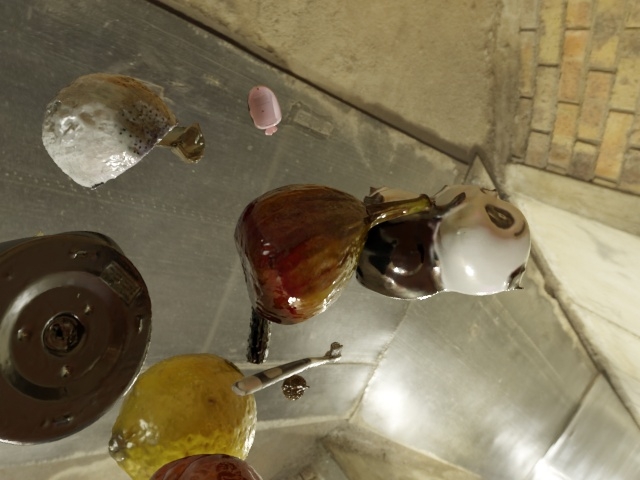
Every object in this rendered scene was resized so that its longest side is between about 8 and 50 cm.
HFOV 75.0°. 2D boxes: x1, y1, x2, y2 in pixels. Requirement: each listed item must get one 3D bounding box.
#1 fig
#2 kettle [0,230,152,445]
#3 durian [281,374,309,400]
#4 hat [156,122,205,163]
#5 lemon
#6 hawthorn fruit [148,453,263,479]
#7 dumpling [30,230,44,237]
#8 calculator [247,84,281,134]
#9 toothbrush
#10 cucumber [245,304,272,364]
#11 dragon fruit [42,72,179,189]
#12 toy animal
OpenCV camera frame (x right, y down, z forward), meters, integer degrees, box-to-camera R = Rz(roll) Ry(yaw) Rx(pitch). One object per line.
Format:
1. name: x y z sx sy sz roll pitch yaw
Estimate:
1. fig: 0.007 -0.012 0.599 0.290 0.190 0.191 -37 130 -32
2. kettle: -0.368 0.084 0.518 0.208 0.290 0.268 64 37 -34
3. durian: -0.079 0.465 1.318 0.091 0.080 0.080 7 111 -5
4. hat: -0.445 -0.295 1.298 0.147 0.175 0.085 -68 154 -42
5. lemon: -0.351 0.475 1.085 0.387 0.349 0.350 -4 116 -57
6. hawthorn fruit: -0.131 0.405 0.481 0.241 0.242 0.272 -34 103 -18
7. dumpling: -0.839 0.097 1.187 0.146 0.193 0.258 12 80 -7
8. calculator: -0.181 -0.422 1.359 0.103 0.024 0.166 -22 129 -7
9. toothbrush: -0.026 0.169 0.565 0.288 0.024 0.026 14 100 -65
10. cucumber: -0.189 0.246 1.334 0.072 0.081 0.304 4 102 -21
11. dragon fruit: -0.495 -0.289 0.978 0.204 0.221 0.283 54 47 -33
12. toy animal: 0.232 0.002 0.802 0.251 0.309 0.251 7 90 -78
